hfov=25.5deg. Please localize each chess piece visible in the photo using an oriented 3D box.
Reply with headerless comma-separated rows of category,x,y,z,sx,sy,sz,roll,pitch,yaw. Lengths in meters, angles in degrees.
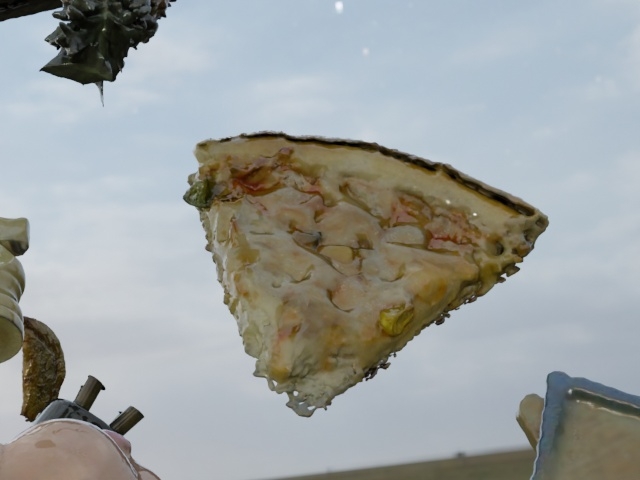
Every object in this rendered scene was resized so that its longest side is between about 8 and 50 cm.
chess piece,-0.388,0.044,1.655,0.090,0.200,0.090,-4,-45,-4

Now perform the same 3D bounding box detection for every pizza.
pizza,0.008,-0.021,1.712,0.435,0.392,0.080,-31,-33,-34

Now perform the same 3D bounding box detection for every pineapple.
pineapple,-0.239,-0.276,1.603,0.169,0.169,0.340,-7,31,3

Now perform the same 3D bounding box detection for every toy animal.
toy animal,-0.203,0.249,1.122,0.165,0.248,0.149,11,37,15

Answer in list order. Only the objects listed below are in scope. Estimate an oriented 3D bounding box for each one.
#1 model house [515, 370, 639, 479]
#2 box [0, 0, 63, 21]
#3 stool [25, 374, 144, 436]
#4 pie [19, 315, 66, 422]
model house,0.246,0.370,1.466,0.382,0.343,0.335,-27,-38,-7
box,-0.468,-0.483,2.038,0.359,0.350,0.091,-22,-12,-42
stool,-0.381,0.294,2.196,0.228,0.139,0.153,15,-31,38
pie,-0.450,0.207,2.272,0.034,0.170,0.092,-4,-7,43
